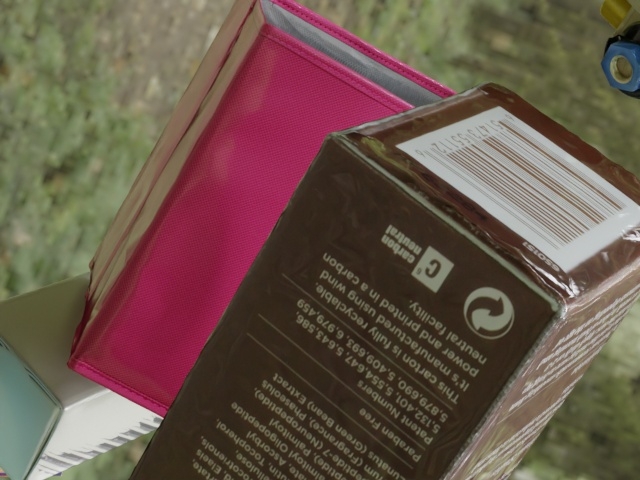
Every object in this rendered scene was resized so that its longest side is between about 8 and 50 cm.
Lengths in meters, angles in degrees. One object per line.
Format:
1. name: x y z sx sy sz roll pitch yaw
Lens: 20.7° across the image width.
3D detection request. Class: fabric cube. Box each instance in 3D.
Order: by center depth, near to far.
1. fabric cube: 0.000 0.000 1.230 0.258 0.254 0.259 -60 -168 11

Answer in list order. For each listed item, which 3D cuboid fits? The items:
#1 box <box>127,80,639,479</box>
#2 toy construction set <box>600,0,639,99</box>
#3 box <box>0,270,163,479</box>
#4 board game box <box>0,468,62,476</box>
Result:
1. box: 0.009 0.115 0.901 0.191 0.143 0.381 -24 147 -60
2. toy construction set: 0.260 -0.138 1.030 0.327 0.151 0.215 63 -33 28
3. box: -0.154 0.087 1.373 0.275 0.113 0.094 -18 146 -50
4. board game box: -0.342 0.172 1.777 0.170 0.141 0.048 -121 -139 -55
